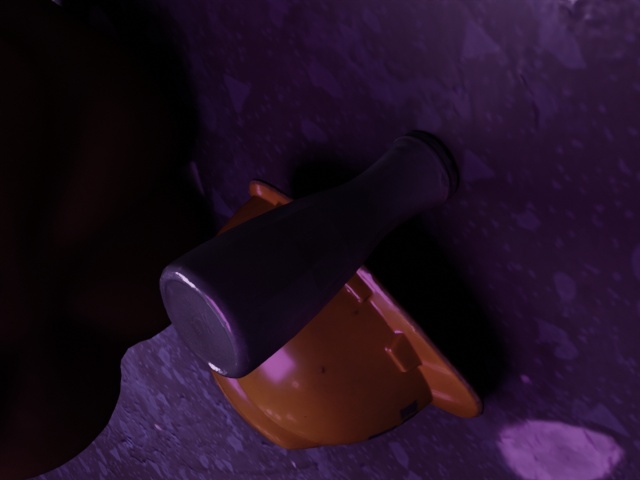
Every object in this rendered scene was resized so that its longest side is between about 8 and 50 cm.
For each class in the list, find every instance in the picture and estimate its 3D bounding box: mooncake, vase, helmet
[{"bbox_3d":[-0.324,0.001,1.051,0.262,0.467,0.467,31,143,31],"label":"mooncake"},{"bbox_3d":[0.000,0.000,0.813,0.086,0.214,0.086,38,148,29],"label":"vase"},{"bbox_3d":[-0.012,0.085,0.942,0.257,0.140,0.205,48,170,6],"label":"helmet"}]
